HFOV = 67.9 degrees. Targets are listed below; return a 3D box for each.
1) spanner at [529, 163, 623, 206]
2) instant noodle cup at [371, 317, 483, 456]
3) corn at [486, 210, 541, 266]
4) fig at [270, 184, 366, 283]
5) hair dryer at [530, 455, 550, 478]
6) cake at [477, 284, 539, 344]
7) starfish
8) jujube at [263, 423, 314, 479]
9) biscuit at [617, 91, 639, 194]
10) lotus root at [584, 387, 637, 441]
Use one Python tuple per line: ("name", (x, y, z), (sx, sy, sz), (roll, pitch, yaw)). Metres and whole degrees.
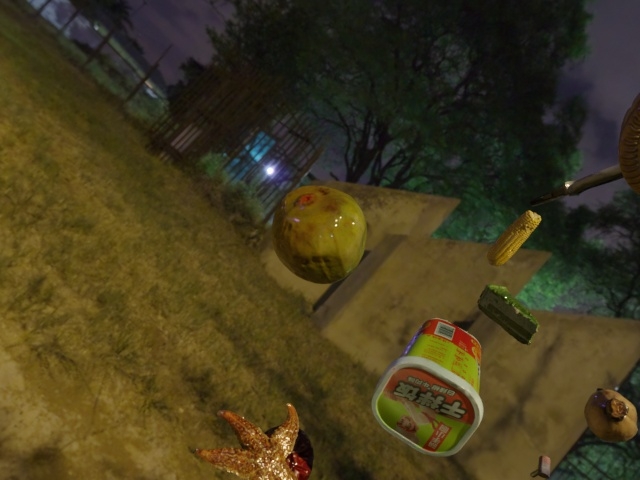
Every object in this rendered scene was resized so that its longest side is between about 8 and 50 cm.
("spanner", (0.780, -0.165, 1.411), (0.325, 0.096, 0.040), (-25, -107, 45))
("instant noodle cup", (0.328, 0.390, 1.356), (0.294, 0.294, 0.308), (42, 32, 6))
("corn", (0.579, -0.003, 1.436), (0.067, 0.206, 0.067), (24, 30, -15))
("fig", (0.004, -0.011, 1.610), (0.343, 0.343, 0.343), (42, -7, 6))
("hair dryer", (0.752, 0.793, 1.640), (0.037, 0.063, 0.114), (23, -42, 8))
("cake", (0.663, 0.254, 1.631), (0.099, 0.100, 0.235), (4, 26, -34))
("starfish", (-0.105, 0.393, 0.861), (0.227, 0.240, 0.043), (32, -49, 2))
("jujube", (-0.138, 0.735, 1.558), (0.213, 0.213, 0.232), (42, 31, 7))
("biscuit", (0.650, -0.180, 0.814), (0.259, 0.259, 0.079), (44, 32, -5))
("lotus root", (0.879, 0.526, 1.440), (0.140, 0.154, 0.257), (-7, -31, 26))
